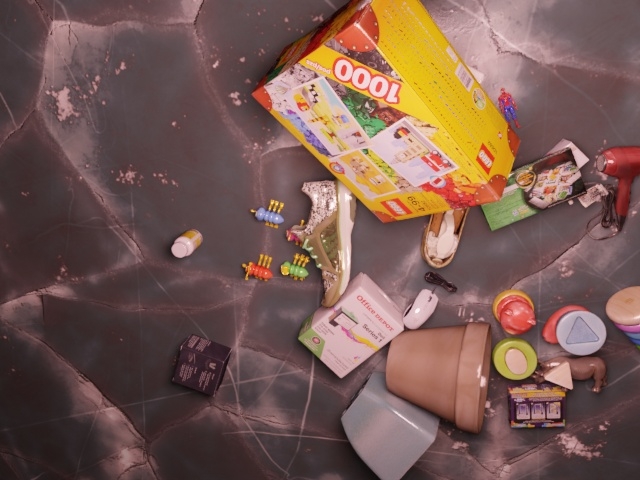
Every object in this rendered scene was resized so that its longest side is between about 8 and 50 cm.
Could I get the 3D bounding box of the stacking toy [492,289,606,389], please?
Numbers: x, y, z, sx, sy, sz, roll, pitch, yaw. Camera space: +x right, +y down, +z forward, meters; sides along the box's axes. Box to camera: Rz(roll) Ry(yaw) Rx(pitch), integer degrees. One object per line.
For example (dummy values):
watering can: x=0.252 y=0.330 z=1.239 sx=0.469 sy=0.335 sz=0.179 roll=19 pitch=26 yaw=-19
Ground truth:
stacking toy: x=0.662 y=0.311 z=1.415 sx=0.309 sy=0.130 sz=0.279 roll=10 pitch=98 yaw=11

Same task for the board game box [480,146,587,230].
board game box: x=0.562 y=-0.136 z=1.292 sx=0.260 sy=0.030 sz=0.136 roll=-23 pitch=106 yaw=16

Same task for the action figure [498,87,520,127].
action figure: x=0.509 y=-0.357 z=1.294 sx=0.038 sy=0.030 sz=0.115 roll=-20 pitch=104 yaw=20

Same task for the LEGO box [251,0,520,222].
LEGO box: x=0.154 y=-0.286 z=1.116 sx=0.500 sy=0.193 sz=0.373 roll=41 pitch=151 yaw=-26

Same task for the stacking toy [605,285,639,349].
stacking toy: x=0.987 y=0.293 z=1.415 sx=0.141 sy=0.141 sz=0.330 roll=-35 pitch=108 yaw=18

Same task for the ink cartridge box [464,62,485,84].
ink cartridge box: x=0.256 y=-0.435 z=1.211 sx=0.273 sy=0.197 sz=0.114 roll=27 pitch=112 yaw=-1

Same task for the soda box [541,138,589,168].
soda box: x=0.618 y=-0.175 z=1.321 sx=0.074 sy=0.069 sz=0.216 roll=41 pitch=109 yaw=-7

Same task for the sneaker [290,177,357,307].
sneaker: x=0.000 y=0.000 z=1.421 sx=0.182 sy=0.158 sz=0.409 roll=3 pitch=102 yaw=-4

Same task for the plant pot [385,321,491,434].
plant pot: x=0.359 y=0.392 z=1.459 sx=0.281 sy=0.323 sz=0.322 roll=6 pitch=111 yaw=23

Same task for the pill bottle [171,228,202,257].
pill bottle: x=-0.424 y=0.011 z=1.513 sx=0.065 sy=0.116 sz=0.065 roll=3 pitch=109 yaw=7

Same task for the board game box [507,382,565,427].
board game box: x=0.710 y=0.544 z=1.577 sx=0.171 sy=0.048 sz=0.140 roll=-5 pitch=107 yaw=10

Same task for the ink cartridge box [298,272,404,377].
ink cartridge box: x=0.100 y=0.271 z=1.530 sx=0.201 sy=0.117 sz=0.278 roll=44 pitch=109 yaw=-8

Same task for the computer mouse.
computer mouse: x=0.328 y=0.192 z=1.471 sx=0.106 sy=0.042 sz=0.193 roll=36 pitch=84 yaw=-5

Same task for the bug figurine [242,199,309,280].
bug figurine: x=-0.130 y=0.024 z=1.499 sx=0.217 sy=0.072 sz=0.278 roll=13 pitch=111 yaw=3

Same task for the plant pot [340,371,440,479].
plant pot: x=0.217 y=0.582 z=1.567 sx=0.252 sy=0.247 sz=0.247 roll=35 pitch=111 yaw=10

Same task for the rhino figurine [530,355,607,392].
rhino figurine: x=0.776 y=0.414 z=1.508 sx=0.244 sy=0.073 sz=0.106 roll=-3 pitch=105 yaw=12

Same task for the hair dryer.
hair dryer: x=0.823 y=-0.156 z=1.311 sx=0.224 sy=0.080 sz=0.294 roll=39 pitch=118 yaw=-21

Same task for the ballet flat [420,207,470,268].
ballet flat: x=0.369 y=-0.077 z=1.368 sx=0.123 sy=0.123 sz=0.348 roll=13 pitch=111 yaw=4

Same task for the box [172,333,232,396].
box: x=-0.413 y=0.436 z=1.677 sx=0.159 sy=0.093 sz=0.155 roll=20 pitch=111 yaw=2
